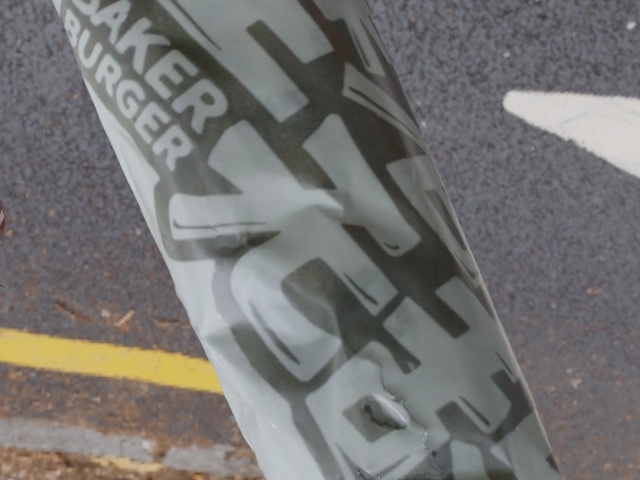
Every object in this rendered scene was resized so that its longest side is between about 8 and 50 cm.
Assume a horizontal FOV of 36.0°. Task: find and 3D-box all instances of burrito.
[{"bbox_3d":[0.000,0.000,0.419,0.139,0.446,0.101,-17,165,-30],"label":"burrito"}]

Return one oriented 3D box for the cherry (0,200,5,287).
[{"bbox_3d":[-0.315,-0.006,0.835,0.087,0.106,0.126,14,168,-27],"label":"cherry"}]
